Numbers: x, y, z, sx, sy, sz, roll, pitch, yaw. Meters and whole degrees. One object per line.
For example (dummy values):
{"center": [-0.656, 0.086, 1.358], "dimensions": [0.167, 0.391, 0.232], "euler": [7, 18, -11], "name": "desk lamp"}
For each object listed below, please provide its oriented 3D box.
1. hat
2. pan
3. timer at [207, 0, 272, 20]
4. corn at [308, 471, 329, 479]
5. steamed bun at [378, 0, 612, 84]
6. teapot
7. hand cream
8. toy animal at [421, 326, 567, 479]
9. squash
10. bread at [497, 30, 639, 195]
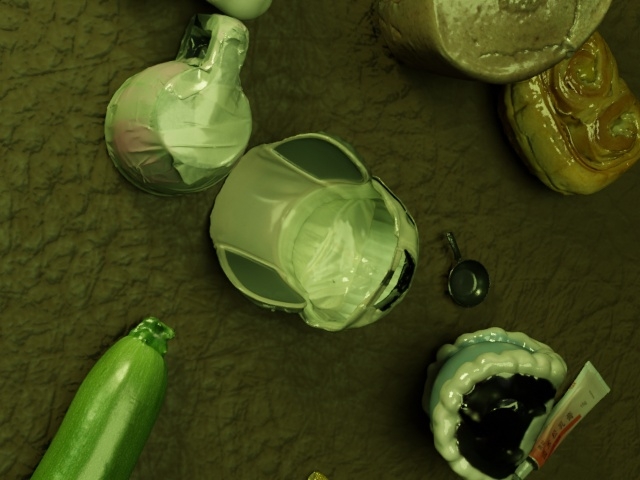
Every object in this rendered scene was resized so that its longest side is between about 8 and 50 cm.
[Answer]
{"center": [-0.007, -0.004, 1.454], "dimensions": [0.275, 0.161, 0.232], "euler": [26, 81, 2], "name": "hat"}
{"center": [0.197, 0.039, 1.606], "dimensions": [0.068, 0.023, 0.115], "euler": [-28, 105, -21], "name": "pan"}
{"center": [-0.140, -0.387, 1.328], "dimensions": [0.240, 0.233, 0.233], "euler": [37, 75, 5], "name": "timer"}
{"center": [0.016, 0.342, 1.526], "dimensions": [0.083, 0.028, 0.027], "euler": [48, 30, -18], "name": "corn"}
{"center": [0.246, -0.311, 1.499], "dimensions": [0.301, 0.251, 0.199], "euler": [-33, 103, -12], "name": "steamed bun"}
{"center": [-0.141, -0.157, 1.366], "dimensions": [0.163, 0.178, 0.221], "euler": [47, 72, -18], "name": "teapot"}
{"center": [0.351, 0.274, 1.678], "dimensions": [0.216, 0.038, 0.052], "euler": [-44, 135, -21], "name": "hand cream"}
{"center": [0.219, 0.215, 1.531], "dimensions": [0.156, 0.204, 0.208], "euler": [26, 98, -8], "name": "toy animal"}
{"center": [-0.280, 0.270, 1.351], "dimensions": [0.107, 0.107, 0.395], "euler": [34, 76, -21], "name": "squash"}
{"center": [0.356, -0.182, 1.623], "dimensions": [0.198, 0.120, 0.236], "euler": [-35, 104, -21], "name": "bread"}
